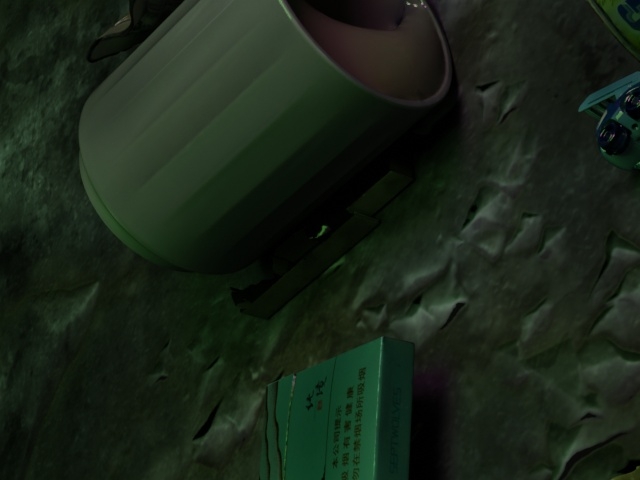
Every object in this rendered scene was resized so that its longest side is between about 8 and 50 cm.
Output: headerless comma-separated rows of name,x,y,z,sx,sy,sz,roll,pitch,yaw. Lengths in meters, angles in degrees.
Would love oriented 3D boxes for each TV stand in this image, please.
TV stand,0.000,0.000,1.546,0.249,0.036,0.042,-41,46,34

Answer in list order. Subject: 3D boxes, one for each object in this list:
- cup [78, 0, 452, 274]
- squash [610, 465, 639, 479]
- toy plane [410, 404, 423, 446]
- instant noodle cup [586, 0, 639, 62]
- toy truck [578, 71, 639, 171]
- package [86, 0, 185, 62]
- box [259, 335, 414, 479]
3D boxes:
cup,-0.057,-0.158,1.551,0.327,0.237,0.323,-40,18,35
squash,0.159,0.220,1.106,0.220,0.220,0.133,-30,56,41
toy plane,0.066,0.179,1.394,0.078,0.031,0.083,-12,63,66
instant noodle cup,0.278,-0.244,1.187,0.153,0.205,0.205,-32,51,27
toy truck,0.248,-0.100,1.268,0.073,0.056,0.090,-55,26,14
package,-0.122,-0.247,1.585,0.040,0.232,0.166,60,145,10
box,0.008,0.190,1.414,0.229,0.041,0.162,-28,53,58
